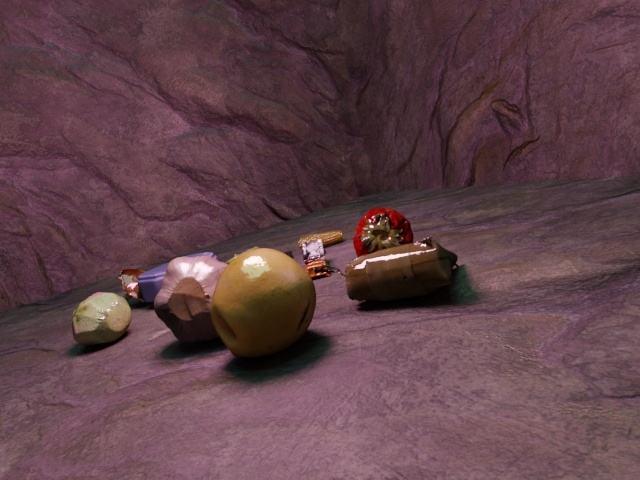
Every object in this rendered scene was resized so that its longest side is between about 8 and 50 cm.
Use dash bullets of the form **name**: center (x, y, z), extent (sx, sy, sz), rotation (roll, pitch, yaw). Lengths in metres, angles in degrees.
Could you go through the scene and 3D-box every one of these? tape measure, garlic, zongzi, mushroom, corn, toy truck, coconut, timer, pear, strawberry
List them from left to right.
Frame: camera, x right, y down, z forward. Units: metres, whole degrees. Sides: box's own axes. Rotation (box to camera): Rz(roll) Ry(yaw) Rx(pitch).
- **coconut**: center (-0.889, 0.314, 1.778), extent (0.236, 0.235, 0.204), rotation (-10, -23, 19)
- **mushroom**: center (-0.988, 0.262, 2.290), extent (0.302, 0.207, 0.233), rotation (-20, -33, 24)
- **timer**: center (-0.660, 0.188, 2.172), extent (0.395, 0.173, 0.395), rotation (-14, 9, 2)
- **garlic**: center (-0.401, 0.206, 1.514), extent (0.318, 0.317, 0.259), rotation (-13, -1, 4)
- **tape measure**: center (-0.405, 0.103, 2.465), extent (0.175, 0.106, 0.200), rotation (-23, 2, 37)
- **pear**: center (-0.171, 0.182, 1.285), extent (0.309, 0.309, 0.309), rotation (-14, 11, 3)
- **toy truck**: center (-0.021, 0.085, 2.025), extent (0.114, 0.135, 0.270), rotation (-12, 15, 0)
- **corn**: center (0.001, 0.000, 2.504), extent (0.260, 0.091, 0.091), rotation (-15, 14, -14)
- **strawberry**: center (0.264, -0.006, 1.859), extent (0.258, 0.257, 0.277), rotation (-13, -2, 6)
- **zongzi**: center (0.245, 0.111, 1.525), extent (0.447, 0.181, 0.418), rotation (-13, -4, 25)

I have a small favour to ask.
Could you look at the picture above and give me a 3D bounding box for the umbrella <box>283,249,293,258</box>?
- **umbrella**: center (-0.184, 0.096, 2.349), extent (0.066, 0.059, 0.235), rotation (9, 13, 7)
